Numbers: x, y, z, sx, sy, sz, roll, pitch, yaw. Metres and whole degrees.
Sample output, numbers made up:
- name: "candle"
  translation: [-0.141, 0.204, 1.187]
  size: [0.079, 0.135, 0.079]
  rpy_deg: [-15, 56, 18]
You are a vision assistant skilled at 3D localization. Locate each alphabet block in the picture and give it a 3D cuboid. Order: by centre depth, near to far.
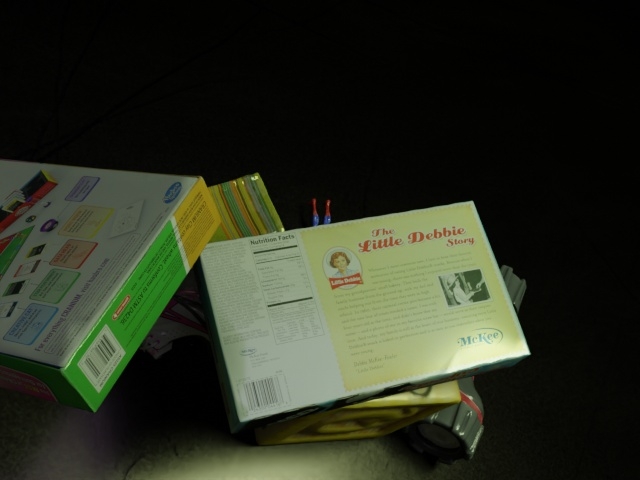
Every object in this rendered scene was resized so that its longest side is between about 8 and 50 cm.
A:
- name: "alphabet block"
  translation: [0.027, 0.128, 0.995]
  size: [0.192, 0.193, 0.197]
  rpy_deg: [4, 64, -27]

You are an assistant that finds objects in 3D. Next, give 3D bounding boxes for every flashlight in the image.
- name: "flashlight"
  translation: [0.213, 0.160, 1.144]
  size: [0.103, 0.103, 0.304]
  rpy_deg: [39, 53, -6]

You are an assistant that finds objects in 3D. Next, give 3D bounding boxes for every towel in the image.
- name: "towel"
  translation: [-0.159, -0.018, 1.070]
  size: [0.237, 0.021, 0.102]
  rpy_deg: [-20, 76, -36]

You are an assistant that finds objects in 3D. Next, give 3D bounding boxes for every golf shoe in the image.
- name: "golf shoe"
  translation: [-0.202, 0.093, 0.957]
  size: [0.186, 0.067, 0.086]
  rpy_deg: [11, 62, -26]

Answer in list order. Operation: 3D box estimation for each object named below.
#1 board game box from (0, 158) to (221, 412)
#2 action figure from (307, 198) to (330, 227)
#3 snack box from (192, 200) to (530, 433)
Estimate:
- name: "board game box"
  translation: [-0.292, 0.024, 0.812]
  size: [0.242, 0.317, 0.064]
  rpy_deg: [-61, 146, -36]
- name: "action figure"
  translation: [0.000, 0.000, 1.149]
  size: [0.038, 0.030, 0.115]
  rpy_deg: [7, 67, -22]
- name: "snack box"
  translation: [0.043, 0.072, 0.862]
  size: [0.322, 0.060, 0.187]
  rpy_deg: [-9, 69, -18]
